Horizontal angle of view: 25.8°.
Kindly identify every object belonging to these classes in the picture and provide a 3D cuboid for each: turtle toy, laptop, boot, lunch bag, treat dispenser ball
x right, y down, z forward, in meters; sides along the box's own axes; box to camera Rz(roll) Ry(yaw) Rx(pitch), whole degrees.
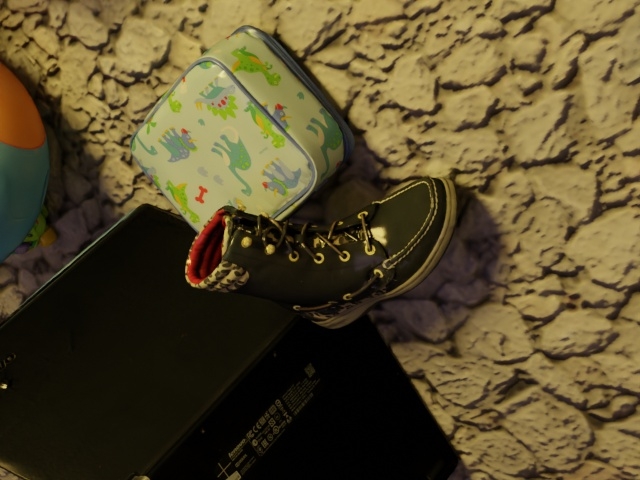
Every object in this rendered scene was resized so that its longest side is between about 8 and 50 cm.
[{"bbox_3d":[-0.378,-0.020,1.728,0.130,0.066,0.095,-12,116,47],"label":"turtle toy"},{"bbox_3d":[-0.127,0.205,1.451,0.236,0.382,0.408,-15,113,49],"label":"laptop"},{"bbox_3d":[0.000,0.002,1.309,0.178,0.085,0.236,15,143,-31],"label":"boot"},{"bbox_3d":[-0.079,-0.092,1.374,0.176,0.090,0.219,47,141,-2],"label":"lunch bag"},{"bbox_3d":[-0.446,-0.088,1.548,0.288,0.288,0.288,24,137,24],"label":"treat dispenser ball"}]

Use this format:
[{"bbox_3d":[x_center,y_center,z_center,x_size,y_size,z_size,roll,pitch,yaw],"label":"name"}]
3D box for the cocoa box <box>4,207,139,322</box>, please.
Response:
[{"bbox_3d":[-0.203,0.186,1.623,0.347,0.231,0.228,46,141,-2],"label":"cocoa box"}]
